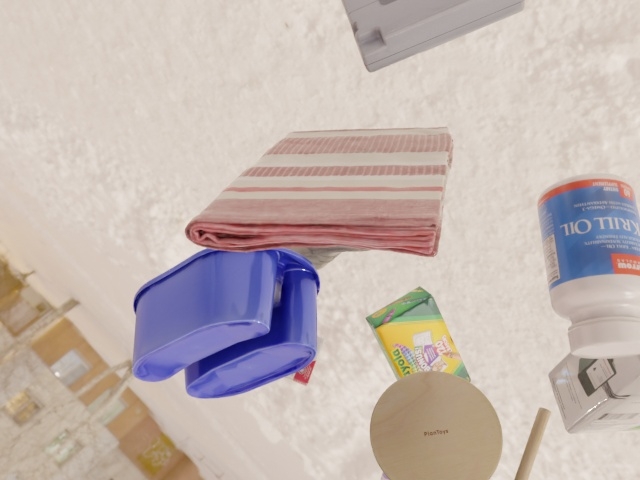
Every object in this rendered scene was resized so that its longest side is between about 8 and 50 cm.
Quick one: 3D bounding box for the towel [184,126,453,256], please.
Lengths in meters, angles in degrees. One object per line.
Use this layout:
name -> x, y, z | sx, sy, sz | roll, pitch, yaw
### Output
towel -> 0.025, -0.069, 0.657 | 0.237, 0.329, 0.037 | 2, 116, 15

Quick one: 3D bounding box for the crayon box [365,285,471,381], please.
crayon box -> 0.249, 0.276, 1.473 | 0.278, 0.165, 0.081 | 63, 174, -19

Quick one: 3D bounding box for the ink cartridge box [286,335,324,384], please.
ink cartridge box -> -0.080, 0.245, 1.295 | 0.150, 0.109, 0.063 | 21, 164, 3

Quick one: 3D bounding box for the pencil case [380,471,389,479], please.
pencil case -> 0.201, 0.681, 1.582 | 0.088, 0.206, 0.086 | 11, 165, 16

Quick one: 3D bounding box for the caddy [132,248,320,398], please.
caddy -> -0.156, 0.124, 0.962 | 0.341, 0.179, 0.241 | -27, 139, 28

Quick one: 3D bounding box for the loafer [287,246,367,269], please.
loafer -> 0.000, 0.000, 1.087 | 0.319, 0.112, 0.111 | 5, 112, 53

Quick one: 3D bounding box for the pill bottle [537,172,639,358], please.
pill bottle -> 0.359, 0.035, 0.756 | 0.124, 0.221, 0.124 | 0, 156, 0

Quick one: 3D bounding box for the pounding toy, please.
pounding toy -> 0.190, 0.302, 0.842 | 0.237, 0.183, 0.110 | 15, 147, 18

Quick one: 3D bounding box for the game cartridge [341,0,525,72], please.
game cartridge -> 0.110, -0.327, 0.669 | 0.062, 0.198, 0.297 | 64, -169, -52

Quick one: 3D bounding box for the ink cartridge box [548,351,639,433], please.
ink cartridge box -> 0.546, 0.210, 0.958 | 0.289, 0.211, 0.121 | 100, 168, -53
